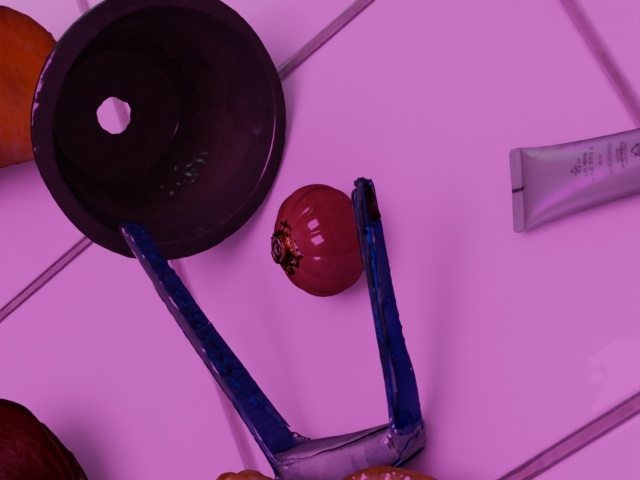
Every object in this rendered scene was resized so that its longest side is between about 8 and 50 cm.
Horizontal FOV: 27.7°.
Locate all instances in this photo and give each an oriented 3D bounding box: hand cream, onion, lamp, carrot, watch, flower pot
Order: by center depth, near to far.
[{"bbox_3d":[0.245,-0.061,1.080,0.205,0.050,0.078,-13,73,40],"label":"hand cream"},{"bbox_3d":[-0.045,0.096,1.179,0.276,0.068,0.274,-9,99,32],"label":"watch"},{"bbox_3d":[0.000,0.000,1.222,0.107,0.092,0.107,34,129,56],"label":"lamp"},{"bbox_3d":[-0.186,-0.124,1.326,0.166,0.269,0.269,19,90,58],"label":"flower pot"},{"bbox_3d":[-0.365,0.300,1.355,0.281,0.281,0.221,-30,18,28],"label":"onion"},{"bbox_3d":[-0.445,-0.155,1.553,0.254,0.196,0.196,-16,69,37],"label":"carrot"}]

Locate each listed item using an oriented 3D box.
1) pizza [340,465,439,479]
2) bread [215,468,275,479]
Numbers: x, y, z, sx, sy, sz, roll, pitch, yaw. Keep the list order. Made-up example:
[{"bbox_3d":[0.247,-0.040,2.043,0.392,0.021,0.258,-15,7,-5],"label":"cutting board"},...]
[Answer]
[{"bbox_3d":[0.088,0.317,1.087,0.181,0.034,0.262,-14,85,29],"label":"pizza"},{"bbox_3d":[-0.057,0.307,1.113,0.236,0.120,0.198,-144,49,-65],"label":"bread"}]
